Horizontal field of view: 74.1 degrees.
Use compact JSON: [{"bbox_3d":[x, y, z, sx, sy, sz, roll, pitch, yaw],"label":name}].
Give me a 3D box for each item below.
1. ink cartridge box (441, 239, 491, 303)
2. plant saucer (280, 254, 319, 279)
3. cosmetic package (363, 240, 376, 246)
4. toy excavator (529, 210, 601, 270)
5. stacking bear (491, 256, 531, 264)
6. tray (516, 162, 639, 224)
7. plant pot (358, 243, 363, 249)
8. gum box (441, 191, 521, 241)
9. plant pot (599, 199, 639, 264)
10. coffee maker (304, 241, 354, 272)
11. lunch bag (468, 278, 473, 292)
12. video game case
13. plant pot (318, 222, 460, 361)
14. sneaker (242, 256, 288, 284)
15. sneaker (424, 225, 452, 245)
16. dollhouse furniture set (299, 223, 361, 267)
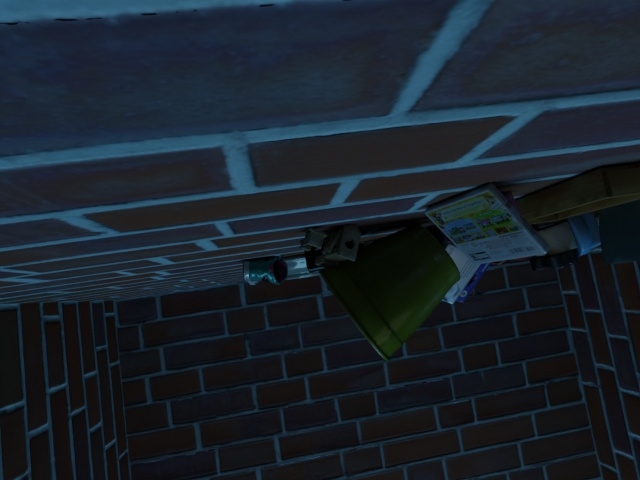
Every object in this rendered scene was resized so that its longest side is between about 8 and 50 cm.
[{"bbox_3d":[0.505,0.129,1.578,0.224,0.223,0.045,20,-156,-14],"label":"ink cartridge box"},{"bbox_3d":[-0.082,0.132,2.104,0.400,0.100,0.400,-8,174,-1],"label":"plant saucer"},{"bbox_3d":[0.235,0.031,1.822,0.041,0.060,0.115,-11,172,36],"label":"cosmetic package"},{"bbox_3d":[1.060,-0.044,1.754,0.445,0.222,0.433,-18,174,3],"label":"toy excavator"},{"bbox_3d":[0.719,0.006,1.605,0.289,0.175,0.164,15,124,-46],"label":"stacking bear"},{"bbox_3d":[0.671,-0.110,1.118,0.203,0.076,0.411,-8,174,-9],"label":"tray"},{"bbox_3d":[0.096,0.096,1.830,0.165,0.167,0.167,1,172,-7],"label":"plant pot"},{"bbox_3d":[0.416,-0.059,1.113,0.107,0.062,0.188,-29,-178,-26],"label":"gum box"},{"bbox_3d":[1.045,-0.050,1.426,0.165,0.234,0.166,-3,170,-40],"label":"plant pot"},{"bbox_3d":[0.032,0.046,1.537,0.178,0.120,0.171,-10,149,-1],"label":"coffee maker"},{"bbox_3d":[0.528,0.098,1.781,0.120,0.293,0.258,-13,173,0],"label":"lunch bag"},{"bbox_3d":[0.389,-0.030,1.019,0.026,0.206,0.227,-51,-169,-22],"label":"video game case"},{"bbox_3d":[0.243,0.134,1.381,0.353,0.366,0.366,-38,172,1],"label":"plant pot"},{"bbox_3d":[-0.232,0.137,1.886,0.178,0.124,0.295,1,172,1],"label":"sneaker"},{"bbox_3d":[0.446,0.009,1.612,0.227,0.130,0.087,-8,172,14],"label":"sneaker"},{"bbox_3d":[0.000,0.000,1.249,0.161,0.101,0.182,21,161,-23],"label":"dollhouse furniture set"}]
